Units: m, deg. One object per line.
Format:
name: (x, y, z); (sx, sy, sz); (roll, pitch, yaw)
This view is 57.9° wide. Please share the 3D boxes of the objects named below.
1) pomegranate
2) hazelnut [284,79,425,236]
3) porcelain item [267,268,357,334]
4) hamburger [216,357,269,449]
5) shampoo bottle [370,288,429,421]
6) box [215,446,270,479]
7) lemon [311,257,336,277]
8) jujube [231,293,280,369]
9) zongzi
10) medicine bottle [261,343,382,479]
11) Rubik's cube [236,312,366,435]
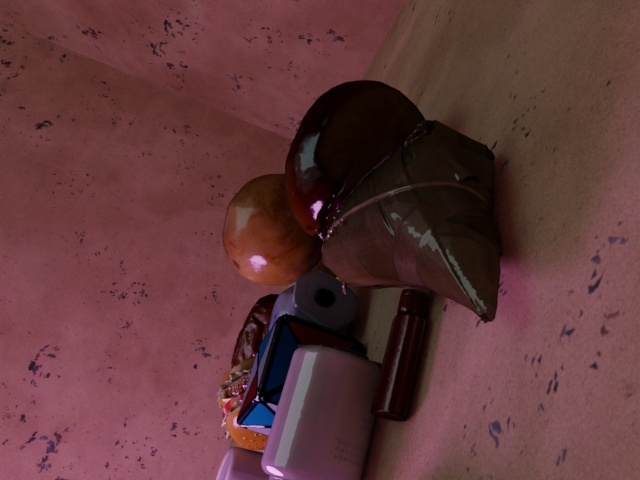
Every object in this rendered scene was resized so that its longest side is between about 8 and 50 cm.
pomegranate: (-0.147, -0.030, 1.728); (0.338, 0.339, 0.337); (-159, 90, -81)
hazelnut: (0.108, -0.193, 1.508); (0.402, 0.403, 0.428); (141, 140, -72)
porcelain item: (-0.040, 0.258, 1.739); (0.178, 0.243, 0.405); (-52, -6, -35)
hamburger: (-0.162, 0.495, 1.704); (0.274, 0.275, 0.212); (-64, 30, 29)
shampoo bottle: (0.165, 0.227, 1.167); (0.102, 0.065, 0.260); (128, 160, -65)
box: (-0.206, 0.734, 1.732); (0.291, 0.207, 0.262); (126, 163, -50)
lemon: (0.000, 0.000, 1.975); (0.268, 0.269, 0.321); (-140, 67, -80)
jujube: (-0.182, 0.395, 2.151); (0.276, 0.277, 0.376); (126, 155, -58)
zongzi: (0.120, 0.062, 1.114); (0.500, 0.218, 0.466); (-44, 21, 39)
medicine bottle: (-0.003, 0.426, 1.231); (0.213, 0.214, 0.378); (131, 159, -64)
Rubik's cube: (-0.051, 0.373, 1.511); (0.250, 0.247, 0.248); (122, 167, -52)
